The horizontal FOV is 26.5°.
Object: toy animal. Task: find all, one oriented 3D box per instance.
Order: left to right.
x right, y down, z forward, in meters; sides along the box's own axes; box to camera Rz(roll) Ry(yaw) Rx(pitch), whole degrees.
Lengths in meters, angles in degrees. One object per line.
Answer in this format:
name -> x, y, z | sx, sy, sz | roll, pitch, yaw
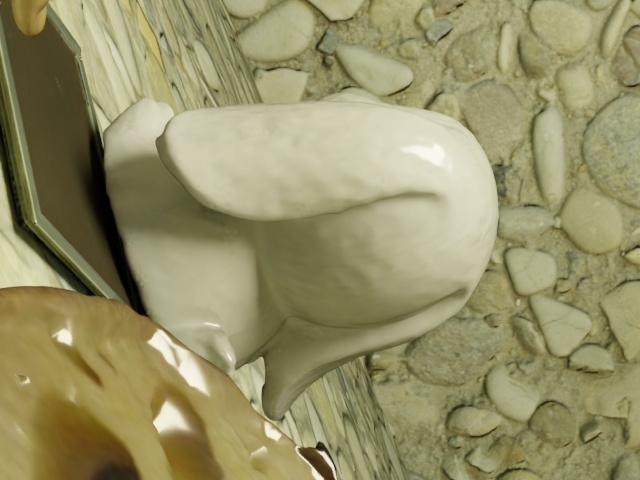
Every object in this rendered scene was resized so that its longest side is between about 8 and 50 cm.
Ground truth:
toy animal -> 0.000, 0.000, 0.982 | 0.206, 0.265, 0.272 | -103, 179, -53

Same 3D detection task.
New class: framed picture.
framed picture -> -0.175, -0.076, 0.894 | 0.197, 0.014, 0.252 | 61, 10, -63

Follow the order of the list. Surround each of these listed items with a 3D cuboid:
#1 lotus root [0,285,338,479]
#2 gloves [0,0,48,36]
lotus root -> -0.036, 0.181, 0.438 | 0.390, 0.111, 0.375 | 57, 10, 27
gloves -> -0.192, -0.210, 0.738 | 0.203, 0.124, 0.164 | 59, 28, -26
